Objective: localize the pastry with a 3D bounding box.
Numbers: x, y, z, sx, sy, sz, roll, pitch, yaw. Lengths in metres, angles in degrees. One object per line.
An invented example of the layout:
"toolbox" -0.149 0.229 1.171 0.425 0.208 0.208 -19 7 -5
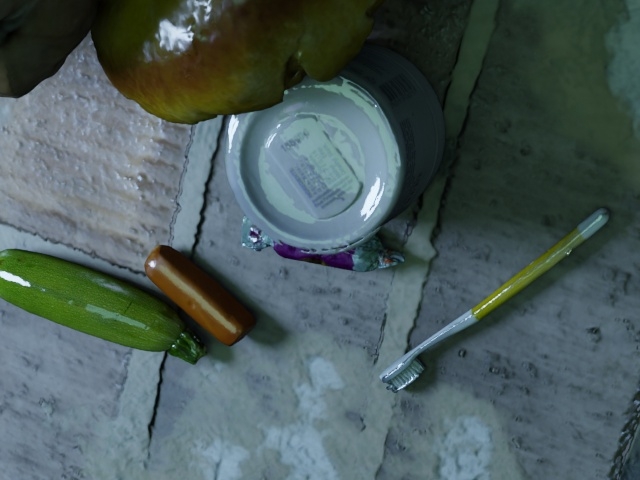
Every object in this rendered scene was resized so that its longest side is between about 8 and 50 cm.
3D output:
"pastry" -0.057 -0.262 1.570 0.356 0.356 0.164 -33 128 23

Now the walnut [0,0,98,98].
"walnut" -0.307 -0.251 1.496 0.273 0.273 0.227 34 124 9

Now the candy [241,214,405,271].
"candy" 0.000 0.000 1.743 0.175 0.045 0.043 10 140 15

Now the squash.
"squash" -0.234 0.063 1.827 0.252 0.066 0.066 18 109 13

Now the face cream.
"face cream" 0.014 -0.089 1.655 0.177 0.153 0.177 5 106 18

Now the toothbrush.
"toothbrush" 0.168 0.060 1.709 0.288 0.021 0.024 -39 99 24

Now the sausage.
"sausage" -0.125 0.054 1.799 0.131 0.041 0.039 40 134 7
